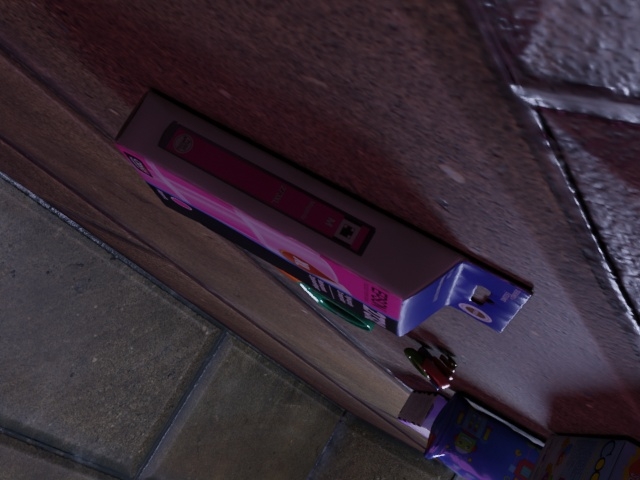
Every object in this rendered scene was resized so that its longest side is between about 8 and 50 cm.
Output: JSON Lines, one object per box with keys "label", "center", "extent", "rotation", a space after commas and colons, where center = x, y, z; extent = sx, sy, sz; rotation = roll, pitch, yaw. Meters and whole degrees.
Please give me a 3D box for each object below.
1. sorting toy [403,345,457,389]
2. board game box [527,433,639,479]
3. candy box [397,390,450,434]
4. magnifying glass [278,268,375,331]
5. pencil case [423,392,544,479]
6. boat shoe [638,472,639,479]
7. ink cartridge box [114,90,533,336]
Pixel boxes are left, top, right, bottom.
{"label": "sorting toy", "center": [0.157, 0.167, 1.074], "extent": [0.061, 0.042, 0.102], "rotation": [53, 172, -22]}
{"label": "board game box", "center": [0.367, 0.346, 1.011], "extent": [0.142, 0.144, 0.275], "rotation": [29, 169, 5]}
{"label": "candy box", "center": [0.253, 0.362, 1.525], "extent": [0.164, 0.070, 0.196], "rotation": [32, 168, -2]}
{"label": "magnifying glass", "center": [-0.009, 0.058, 1.068], "extent": [0.231, 0.026, 0.092], "rotation": [37, 167, -33]}
{"label": "pencil case", "center": [0.317, 0.371, 1.293], "extent": [0.306, 0.119, 0.133], "rotation": [30, 176, 3]}
{"label": "boat shoe", "center": [0.405, 0.261, 0.775], "extent": [0.075, 0.083, 0.226], "rotation": [21, -179, -8]}
{"label": "ink cartridge box", "center": [0.000, 0.000, 0.725], "extent": [0.370, 0.069, 0.176], "rotation": [26, 167, 11]}
